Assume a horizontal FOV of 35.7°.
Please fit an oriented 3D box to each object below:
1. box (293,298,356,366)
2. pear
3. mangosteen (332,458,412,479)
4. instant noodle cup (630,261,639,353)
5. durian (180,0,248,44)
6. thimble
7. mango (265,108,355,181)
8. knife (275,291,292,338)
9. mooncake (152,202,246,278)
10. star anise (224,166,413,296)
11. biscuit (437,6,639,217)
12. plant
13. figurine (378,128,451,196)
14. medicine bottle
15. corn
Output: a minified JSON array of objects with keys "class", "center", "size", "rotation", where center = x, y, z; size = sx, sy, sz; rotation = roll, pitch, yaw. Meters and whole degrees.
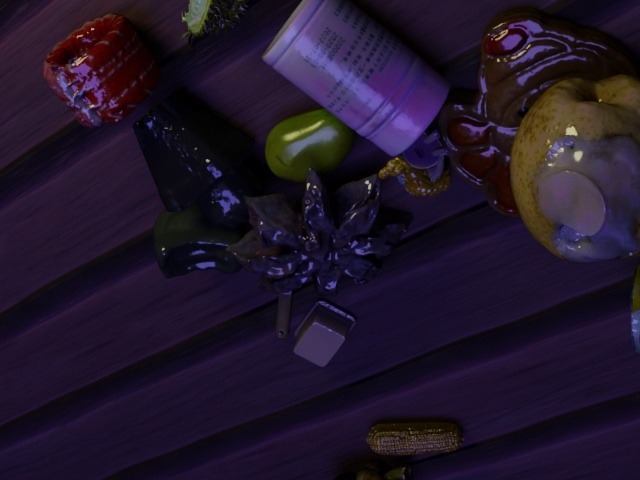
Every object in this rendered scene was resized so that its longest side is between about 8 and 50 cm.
[{"class":"box","center":[0.003,0.183,1.923],"size":[0.089,0.062,0.122],"rotation":[29,130,-6]},{"class":"pear","center":[0.395,-0.102,1.406],"size":[0.271,0.271,0.271],"rotation":[8,128,11]},{"class":"mangosteen","center":[0.109,0.553,2.114],"size":[0.194,0.194,0.230],"rotation":[28,103,-5]},{"class":"instant noodle cup","center":[0.592,0.108,1.610],"size":[0.153,0.205,0.205],"rotation":[3,128,27]},{"class":"durian","center":[-0.167,-0.379,1.550],"size":[0.100,0.086,0.215],"rotation":[43,132,27]},{"class":"thimble","center":[-0.351,-0.276,1.601],"size":[0.163,0.189,0.125],"rotation":[-29,119,6]},{"class":"mango","center":[-0.016,-0.154,1.651],"size":[0.163,0.089,0.117],"rotation":[-13,127,25]},{"class":"knife","center":[-0.073,0.077,1.894],"size":[0.047,0.017,0.298],"rotation":[17,130,12]},{"class":"mooncake","center":[-0.214,0.006,1.788],"size":[0.175,0.168,0.104],"rotation":[18,131,23]},{"class":"star anise","center":[-0.002,0.001,1.705],"size":[0.332,0.117,0.331],"rotation":[-6,136,-6]},{"class":"biscuit","center":[0.362,-0.182,1.534],"size":[0.359,0.074,0.381],"rotation":[-24,119,28]},{"class":"plant","center":[-0.204,-0.130,1.696],"size":[0.164,0.142,0.256],"rotation":[-34,107,33]},{"class":"figurine","center":[0.153,-0.110,1.609],"size":[0.115,0.095,0.156],"rotation":[-21,166,3]},{"class":"medicine bottle","center":[0.056,-0.258,1.508],"size":[0.254,0.152,0.152],"rotation":[36,128,-12]},{"class":"corn","center":[0.191,0.406,2.035],"size":[0.207,0.068,0.068],"rotation":[-5,125,21]}]
